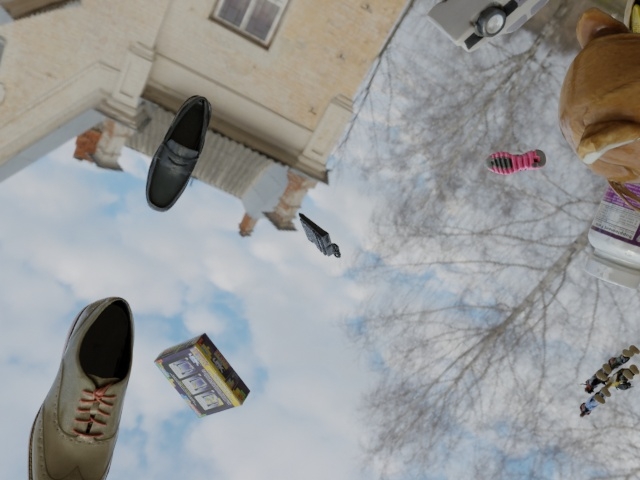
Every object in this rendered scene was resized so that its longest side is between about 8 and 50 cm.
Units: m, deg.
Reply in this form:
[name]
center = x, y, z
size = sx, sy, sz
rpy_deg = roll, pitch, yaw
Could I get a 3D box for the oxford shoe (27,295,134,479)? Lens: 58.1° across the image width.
[oxford shoe]
center = -0.350, 0.247, 0.850
size = 0.123, 0.130, 0.348
rpy_deg = 12, -114, -27

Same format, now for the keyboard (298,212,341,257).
[keyboard]
center = 0.000, 0.000, 1.248
size = 0.108, 0.023, 0.180
rpy_deg = 37, 172, 13

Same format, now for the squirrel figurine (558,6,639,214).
[squirrel figurine]
center = 0.419, -0.158, 0.508
size = 0.370, 0.281, 0.397
rpy_deg = 9, 160, 16

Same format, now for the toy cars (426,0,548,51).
[toy cars]
center = 0.268, -0.402, 0.735
size = 0.176, 0.394, 0.087
rpy_deg = 8, 164, 42

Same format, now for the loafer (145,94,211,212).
[loafer]
center = -0.256, -0.158, 1.034
size = 0.076, 0.223, 0.078
rpy_deg = 23, 174, -16

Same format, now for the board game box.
[board game box]
center = -0.256, 0.294, 1.246
size = 0.170, 0.141, 0.048
rpy_deg = 56, -148, -15

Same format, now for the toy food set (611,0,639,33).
[toy food set]
center = 0.527, -0.377, 0.914
size = 0.038, 0.192, 0.132
rpy_deg = 29, 169, 38

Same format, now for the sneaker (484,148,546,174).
[sneaker]
center = 0.382, -0.153, 1.146
size = 0.119, 0.047, 0.057
rpy_deg = -2, -179, -1

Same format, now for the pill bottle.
[pill bottle]
center = 0.732, -0.047, 1.338
size = 0.169, 0.302, 0.169
rpy_deg = 16, -167, -4

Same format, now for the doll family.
[doll family]
center = 0.620, 0.309, 1.250
size = 0.193, 0.111, 0.076
rpy_deg = -27, -114, -14
